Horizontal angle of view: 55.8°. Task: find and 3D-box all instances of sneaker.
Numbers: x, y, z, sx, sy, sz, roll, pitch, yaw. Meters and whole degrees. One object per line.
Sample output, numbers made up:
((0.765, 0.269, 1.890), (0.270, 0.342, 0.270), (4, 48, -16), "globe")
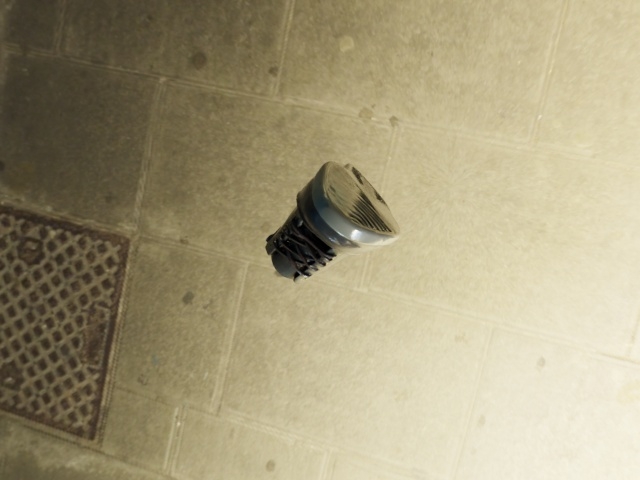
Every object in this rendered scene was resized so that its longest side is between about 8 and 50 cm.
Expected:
((0.000, 0.000, 0.525), (0.118, 0.222, 0.083), (-43, 89, 11), "sneaker")
